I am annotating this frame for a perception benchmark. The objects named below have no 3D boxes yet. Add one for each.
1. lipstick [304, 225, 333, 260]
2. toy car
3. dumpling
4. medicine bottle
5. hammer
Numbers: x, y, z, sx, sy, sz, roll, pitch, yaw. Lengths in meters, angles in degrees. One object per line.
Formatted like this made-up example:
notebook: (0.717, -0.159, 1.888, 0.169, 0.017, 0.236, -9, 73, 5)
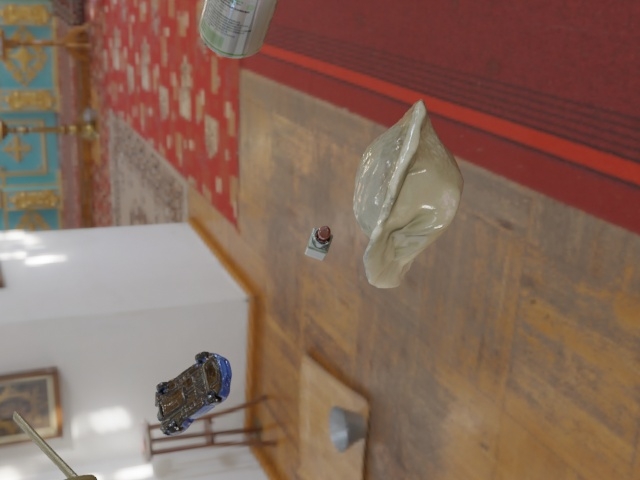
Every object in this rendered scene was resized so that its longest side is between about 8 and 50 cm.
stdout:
lipstick: (0.000, -0.001, 1.183, 0.129, 0.030, 0.030, 111, 179, -78)
toy car: (-0.232, 0.285, 1.627, 0.216, 0.063, 0.103, -37, 56, 30)
dumpling: (0.089, -0.041, 0.963, 0.216, 0.126, 0.166, -53, 7, 50)
medicine bottle: (-0.086, -0.299, 1.013, 0.183, 0.086, 0.086, 122, 139, -58)
hammer: (-0.373, 0.283, 1.167, 0.195, 0.060, 0.028, 28, 94, 38)
